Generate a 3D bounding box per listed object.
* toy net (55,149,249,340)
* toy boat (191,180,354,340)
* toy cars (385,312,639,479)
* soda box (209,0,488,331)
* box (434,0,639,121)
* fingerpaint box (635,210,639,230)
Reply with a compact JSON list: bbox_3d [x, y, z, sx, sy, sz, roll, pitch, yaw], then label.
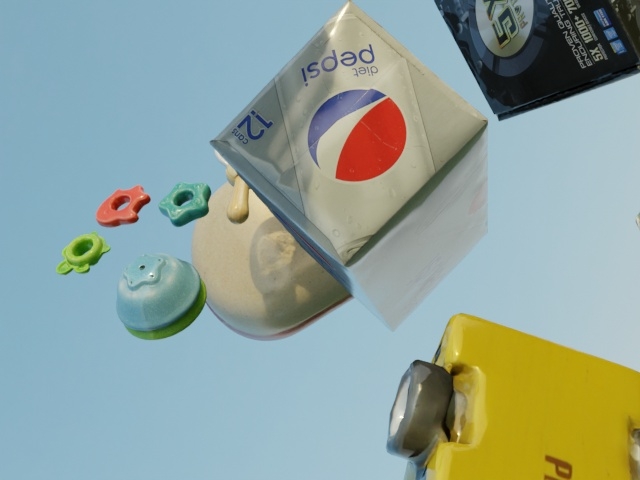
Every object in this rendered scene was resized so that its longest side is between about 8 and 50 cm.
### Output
[{"bbox_3d":[-0.090,-0.030,0.972,0.232,0.122,0.045,-47,-43,-22],"label":"toy net"},{"bbox_3d":[0.000,0.000,1.117,0.231,0.151,0.151,-31,-24,-5],"label":"toy boat"},{"bbox_3d":[0.114,0.191,0.361,0.176,0.393,0.087,-13,-39,-33],"label":"toy cars"},{"bbox_3d":[0.031,-0.026,0.700,0.098,0.091,0.286,-46,-13,-3],"label":"soda box"},{"bbox_3d":[0.133,-0.180,0.761,0.077,0.147,0.180,-33,-81,-26],"label":"box"},{"bbox_3d":[0.393,-0.076,0.680,0.163,0.371,0.445,61,-155,-2],"label":"fingerpaint box"}]
